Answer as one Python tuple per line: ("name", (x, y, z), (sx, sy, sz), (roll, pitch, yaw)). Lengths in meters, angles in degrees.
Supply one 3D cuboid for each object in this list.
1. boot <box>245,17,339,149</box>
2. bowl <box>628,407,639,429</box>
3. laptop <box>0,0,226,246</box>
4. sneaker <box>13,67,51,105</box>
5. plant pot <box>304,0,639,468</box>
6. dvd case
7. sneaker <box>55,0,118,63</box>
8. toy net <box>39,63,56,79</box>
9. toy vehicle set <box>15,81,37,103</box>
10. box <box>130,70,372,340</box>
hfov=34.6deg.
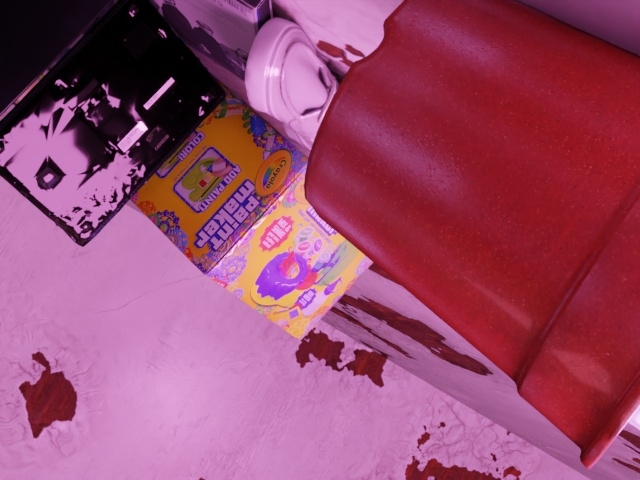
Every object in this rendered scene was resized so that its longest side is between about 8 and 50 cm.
("boot", (0.015, -0.140, 1.035), (0.123, 0.095, 0.258), (21, 177, 15))
("bowl", (0.425, 0.131, 0.974), (0.311, 0.163, 0.311), (28, 171, 5))
("laptop", (-0.278, -0.174, 1.083), (0.136, 0.234, 0.264), (34, 169, 49))
("sneaker", (-0.431, -0.247, 1.598), (0.146, 0.122, 0.330), (28, -176, -35))
("plant pot", (0.150, -0.033, 0.712), (0.265, 0.272, 0.272), (35, 173, 17))
("dvd case", (-0.125, -0.239, 1.028), (0.179, 0.030, 0.239), (34, 170, 5))
("sneaker", (-0.315, -0.291, 1.145), (0.319, 0.112, 0.131), (25, 149, -33))
("toy net", (-0.325, -0.206, 1.300), (0.122, 0.045, 0.232), (60, 169, -8))
("toy vehicle set", (-0.478, -0.315, 1.355), (0.166, 0.035, 0.267), (22, 143, 36))
("box", (-0.105, -0.059, 1.293), (0.279, 0.177, 0.290), (42, 179, 29))
